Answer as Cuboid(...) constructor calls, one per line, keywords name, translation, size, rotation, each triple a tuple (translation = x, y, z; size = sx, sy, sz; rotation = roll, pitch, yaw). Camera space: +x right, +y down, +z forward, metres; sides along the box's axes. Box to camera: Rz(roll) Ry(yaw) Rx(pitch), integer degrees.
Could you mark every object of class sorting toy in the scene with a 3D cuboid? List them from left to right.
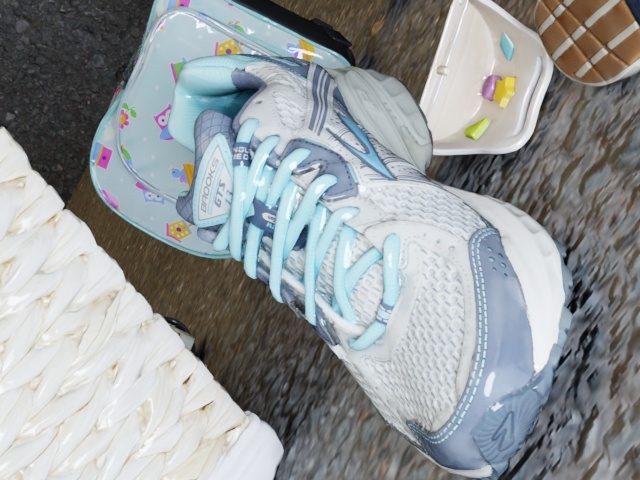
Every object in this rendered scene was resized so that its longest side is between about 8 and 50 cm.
Cuboid(name="sorting toy", translation=(0.084, -0.073, 0.575), size=(0.075, 0.045, 0.083), rotation=(36, 110, 64))

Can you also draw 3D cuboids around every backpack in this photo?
Cuboid(name="backpack", translation=(-0.076, -0.081, 0.872), size=(0.188, 0.166, 0.144), rotation=(-61, 6, 21))

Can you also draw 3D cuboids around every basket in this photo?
Cuboid(name="basket", translation=(-0.271, 0.136, 0.673), size=(0.328, 0.266, 0.331), rotation=(-1, 42, 51))

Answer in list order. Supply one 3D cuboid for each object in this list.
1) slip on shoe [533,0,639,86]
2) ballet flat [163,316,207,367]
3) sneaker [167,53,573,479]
Cuboid(name="slip on shoe", translation=(0.129, -0.099, 0.469), size=(0.041, 0.051, 0.135), rotation=(-28, -3, -17))
Cuboid(name="ballet flat", translation=(-0.118, 0.105, 0.907), size=(0.074, 0.074, 0.203), rotation=(-62, 13, 9))
Cuboid(name="sneaker", translation=(0.000, 0.000, 0.515), size=(0.110, 0.122, 0.283), rotation=(-67, 28, 20))
